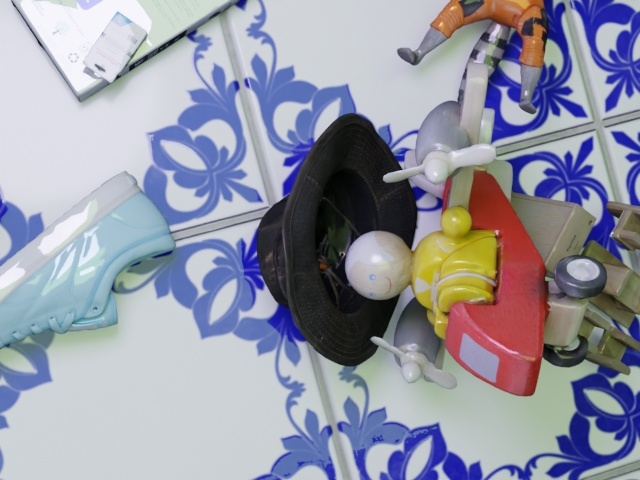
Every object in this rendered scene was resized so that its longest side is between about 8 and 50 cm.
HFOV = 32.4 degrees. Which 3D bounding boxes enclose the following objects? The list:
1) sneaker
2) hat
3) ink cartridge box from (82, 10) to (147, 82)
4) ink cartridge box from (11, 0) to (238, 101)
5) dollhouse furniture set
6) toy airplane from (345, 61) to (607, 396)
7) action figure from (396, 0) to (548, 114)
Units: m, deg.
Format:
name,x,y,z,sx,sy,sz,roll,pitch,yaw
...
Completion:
name,x,y,z,sx,sy,sz,roll,pitch,yaw
sneaker,-0.341,0.077,1.418,0.366,0.135,0.150,-43,92,-8
hat,0.000,0.000,1.472,0.134,0.331,0.331,-1,88,35
ink cartridge box,-0.268,-0.250,1.433,0.048,0.028,0.083,34,83,-7
ink cartridge box,-0.233,-0.345,1.488,0.333,0.065,0.165,-33,94,-8
dollhouse furniture set,0.364,0.036,1.566,0.242,0.161,0.212,33,82,-30
toy airplane,0.159,0.000,1.387,0.273,0.384,0.386,-7,87,-10
action figure,0.225,-0.368,1.553,0.341,0.178,0.330,21,76,18
